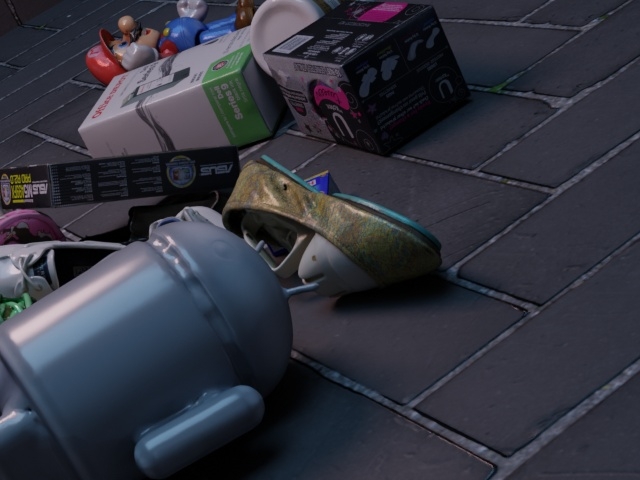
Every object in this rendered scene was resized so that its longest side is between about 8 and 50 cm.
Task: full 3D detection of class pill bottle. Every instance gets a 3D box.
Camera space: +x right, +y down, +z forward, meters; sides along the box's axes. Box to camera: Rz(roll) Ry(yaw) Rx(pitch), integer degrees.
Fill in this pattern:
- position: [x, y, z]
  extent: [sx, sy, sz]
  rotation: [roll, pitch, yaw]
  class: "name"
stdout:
- position: [0.002, -0.319, 2.182]
  extent: [0.131, 0.131, 0.229]
  rotation: [-12, 8, 30]
  class: "pill bottle"

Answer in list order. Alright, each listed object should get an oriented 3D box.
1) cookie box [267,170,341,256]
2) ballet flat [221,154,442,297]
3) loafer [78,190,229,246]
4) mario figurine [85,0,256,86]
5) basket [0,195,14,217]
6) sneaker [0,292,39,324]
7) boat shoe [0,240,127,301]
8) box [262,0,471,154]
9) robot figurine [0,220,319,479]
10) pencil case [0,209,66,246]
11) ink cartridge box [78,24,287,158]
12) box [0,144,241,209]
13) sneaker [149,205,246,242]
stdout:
- position: [-0.024, -0.035, 1.762]
  extent: [0.091, 0.040, 0.107]
  rotation: [-22, 22, 11]
  class: "cookie box"
- position: [0.000, 0.000, 1.574]
  extent: [0.123, 0.123, 0.348]
  rotation: [-35, 33, -20]
  class: "ballet flat"
- position: [-0.218, -0.012, 1.868]
  extent: [0.220, 0.078, 0.080]
  rotation: [-28, 23, -3]
  class: "loafer"
- position: [-0.272, -0.375, 2.581]
  extent: [0.320, 0.170, 0.198]
  rotation: [-17, -11, 2]
  class: "mario figurine"
- position: [-0.558, -0.023, 2.217]
  extent: [0.167, 0.113, 0.103]
  rotation: [-24, 19, 5]
  class: "basket"
- position: [-0.394, 0.113, 1.653]
  extent: [0.410, 0.182, 0.158]
  rotation: [-29, 23, -10]
  class: "sneaker"
- position: [-0.342, 0.038, 1.762]
  extent: [0.258, 0.095, 0.084]
  rotation: [-11, -10, -21]
  class: "boat shoe"
- position: [0.059, -0.225, 1.956]
  extent: [0.163, 0.142, 0.247]
  rotation: [-35, 23, -17]
  class: "box"
- position: [-0.174, 0.113, 1.395]
  extent: [0.353, 0.200, 0.300]
  rotation: [-32, 46, -14]
  class: "robot figurine"
- position: [-0.508, 0.044, 1.957]
  extent: [0.386, 0.167, 0.160]
  rotation: [-4, 55, 41]
  class: "pencil case"
- position: [-0.204, -0.209, 2.222]
  extent: [0.289, 0.122, 0.211]
  rotation: [-18, 25, 19]
  class: "ink cartridge box"
- position: [-0.274, -0.085, 1.941]
  extent: [0.270, 0.060, 0.216]
  rotation: [-8, 6, -30]
  class: "box"
- position: [-0.145, 0.010, 1.681]
  extent: [0.111, 0.129, 0.297]
  rotation: [-27, 21, 2]
  class: "sneaker"
